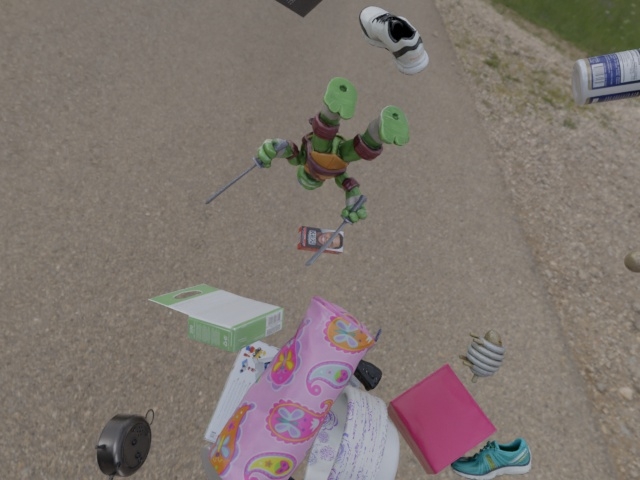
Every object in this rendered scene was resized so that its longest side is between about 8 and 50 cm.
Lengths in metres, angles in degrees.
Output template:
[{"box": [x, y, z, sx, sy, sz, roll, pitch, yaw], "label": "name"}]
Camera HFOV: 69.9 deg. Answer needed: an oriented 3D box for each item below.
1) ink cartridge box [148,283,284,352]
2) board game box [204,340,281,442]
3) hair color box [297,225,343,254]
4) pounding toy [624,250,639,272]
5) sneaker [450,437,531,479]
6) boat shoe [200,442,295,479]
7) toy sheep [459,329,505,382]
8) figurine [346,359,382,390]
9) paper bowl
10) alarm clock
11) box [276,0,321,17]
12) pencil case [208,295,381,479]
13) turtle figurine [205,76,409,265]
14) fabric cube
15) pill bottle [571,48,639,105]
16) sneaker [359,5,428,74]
[{"box": [-0.220, 0.157, 0.971, 0.235, 0.056, 0.171, 10, 11, 28], "label": "ink cartridge box"}, {"box": [-0.190, 0.459, 1.348, 0.193, 0.053, 0.305, 25, 78, -11], "label": "board game box"}, {"box": [0.000, 0.000, 1.464, 0.141, 0.043, 0.072, 7, 74, -17], "label": "hair color box"}, {"box": [0.839, 0.076, 1.022, 0.183, 0.110, 0.237, -35, 69, -6], "label": "pounding toy"}, {"box": [0.579, 0.740, 1.572, 0.275, 0.110, 0.107, -10, 7, -1], "label": "sneaker"}, {"box": [-0.187, 0.696, 1.316, 0.340, 0.127, 0.158, 45, 36, 19], "label": "boat shoe"}, {"box": [0.370, 0.263, 1.040, 0.091, 0.132, 0.091, 19, 14, -5], "label": "toy sheep"}, {"box": [0.090, 0.481, 1.727, 0.209, 0.215, 0.092, 45, 43, -3], "label": "figurine"}, {"box": [0.074, 0.488, 1.030, 0.148, 0.284, 0.284, 23, 41, -5], "label": "paper bowl"}, {"box": [-0.429, 0.451, 1.044, 0.064, 0.129, 0.192, -3, 15, 11], "label": "alarm clock"}, {"box": [-0.071, -0.554, 0.910, 0.156, 0.093, 0.158, 59, 24, 1], "label": "box"}, {"box": [-0.034, 0.219, 0.652, 0.124, 0.124, 0.284, 33, 78, 7], "label": "pencil case"}, {"box": [0.004, -0.104, 0.736, 0.275, 0.266, 0.198, -36, 86, -33], "label": "turtle figurine"}, {"box": [0.411, 0.636, 1.621, 0.254, 0.259, 0.258, -31, 64, -11], "label": "fabric cube"}, {"box": [0.615, -0.336, 0.934, 0.169, 0.094, 0.094, -4, 38, 18], "label": "pill bottle"}, {"box": [0.073, -0.217, 0.469, 0.040, 0.044, 0.109, -35, 57, 1], "label": "sneaker"}]
